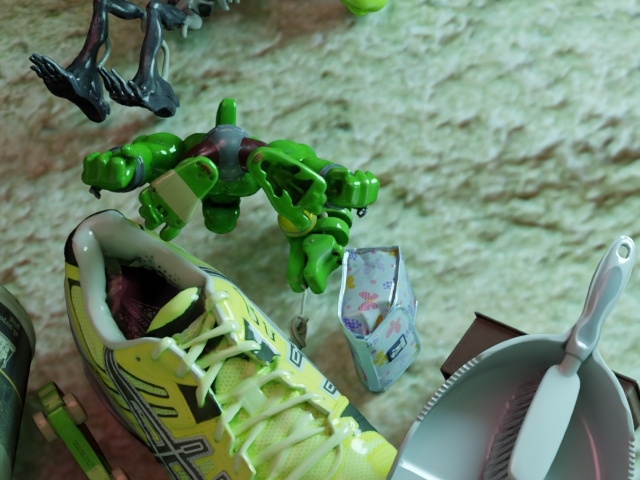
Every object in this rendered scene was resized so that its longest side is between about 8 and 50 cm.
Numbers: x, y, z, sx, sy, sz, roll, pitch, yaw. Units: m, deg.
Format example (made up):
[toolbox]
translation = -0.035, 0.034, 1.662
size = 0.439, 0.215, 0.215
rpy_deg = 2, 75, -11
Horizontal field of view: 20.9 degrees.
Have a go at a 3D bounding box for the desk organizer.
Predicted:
[desk organizer]
translation = 0.149, 0.101, 1.166
size = 0.130, 0.047, 0.050
rpy_deg = 23, 67, 34

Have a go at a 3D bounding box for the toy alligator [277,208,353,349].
[toy alligator]
translation = 0.000, 0.000, 1.296
size = 0.051, 0.056, 0.190
rpy_deg = -13, 50, 11

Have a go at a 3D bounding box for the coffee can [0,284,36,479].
[coffee can]
translation = -0.313, 0.170, 1.187
size = 0.201, 0.201, 0.275
rpy_deg = -9, 51, 14

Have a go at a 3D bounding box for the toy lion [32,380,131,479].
[toy lion]
translation = -0.170, 0.145, 1.236
size = 0.034, 0.096, 0.100
rpy_deg = -34, 89, -6

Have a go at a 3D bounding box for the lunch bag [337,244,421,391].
[lunch bag]
translation = 0.042, 0.057, 1.226
size = 0.053, 0.071, 0.083
rpy_deg = -2, 51, 15

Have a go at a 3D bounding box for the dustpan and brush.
[dustpan and brush]
translation = 0.149, 0.092, 1.094
size = 0.147, 0.060, 0.211
rpy_deg = 28, 66, -3

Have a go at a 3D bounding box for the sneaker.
[sneaker]
translation = -0.062, 0.119, 1.167
size = 0.145, 0.147, 0.384
rpy_deg = -43, 52, -16

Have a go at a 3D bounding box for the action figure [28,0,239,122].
[action figure]
translation = -0.127, -0.235, 1.478
size = 0.164, 0.141, 0.276
rpy_deg = 12, 62, 30

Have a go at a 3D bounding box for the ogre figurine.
[ogre figurine]
translation = -0.064, -0.050, 1.239
size = 0.197, 0.097, 0.118
rpy_deg = -15, 14, -2

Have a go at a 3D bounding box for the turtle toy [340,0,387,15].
[turtle toy]
translation = 0.046, -0.251, 1.468
size = 0.095, 0.066, 0.130
rpy_deg = 15, 59, 3
